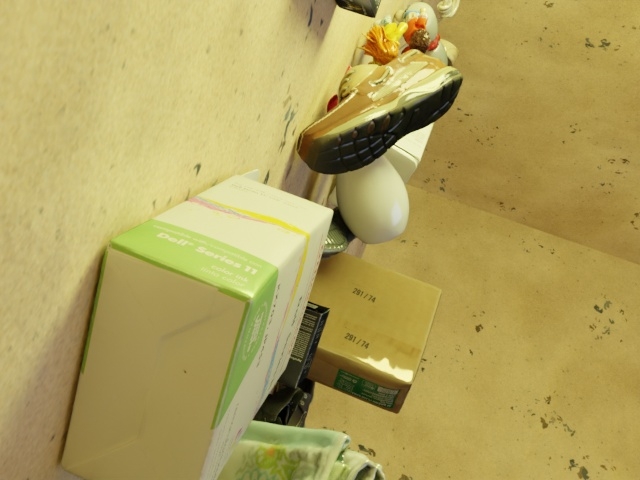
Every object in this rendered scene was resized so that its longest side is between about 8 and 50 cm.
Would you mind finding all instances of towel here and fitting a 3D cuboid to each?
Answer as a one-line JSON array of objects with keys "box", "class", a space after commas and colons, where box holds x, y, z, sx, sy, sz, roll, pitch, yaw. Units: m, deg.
[{"box": [-0.111, 0.366, 0.813, 0.374, 0.090, 0.321, -14, -136, 52], "class": "towel"}]

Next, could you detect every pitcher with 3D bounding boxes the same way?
[{"box": [0.079, -0.111, 1.294, 0.178, 0.125, 0.207, -108, 178, -72], "class": "pitcher"}]

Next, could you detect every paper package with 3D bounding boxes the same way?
[{"box": [0.099, 0.217, 1.766, 0.168, 0.324, 0.310, 100, 12, -52], "class": "paper package"}]

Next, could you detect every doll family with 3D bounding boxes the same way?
[{"box": [0.107, -0.298, 1.283, 0.163, 0.118, 0.263, -93, -163, -57], "class": "doll family"}]

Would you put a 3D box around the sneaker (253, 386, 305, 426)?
[{"box": [-0.106, 0.361, 1.419, 0.170, 0.089, 0.051, -57, 133, -25], "class": "sneaker"}]

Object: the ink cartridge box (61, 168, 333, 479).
[{"box": [-0.086, 0.064, 0.684, 0.353, 0.119, 0.207, -51, 160, -70], "class": "ink cartridge box"}]

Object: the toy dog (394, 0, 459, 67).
[{"box": [0.223, -0.465, 1.708, 0.220, 0.160, 0.334, -58, 155, -28], "class": "toy dog"}]

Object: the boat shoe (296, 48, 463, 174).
[{"box": [0.082, -0.210, 1.117, 0.324, 0.120, 0.123, -31, 158, -34], "class": "boat shoe"}]

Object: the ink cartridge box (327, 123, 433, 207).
[{"box": [0.153, -0.212, 1.615, 0.226, 0.131, 0.306, -58, -178, 41], "class": "ink cartridge box"}]

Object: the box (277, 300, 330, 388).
[{"box": [-0.054, 0.204, 1.468, 0.156, 0.093, 0.158, 19, 90, -83], "class": "box"}]

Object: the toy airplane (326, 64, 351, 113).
[{"box": [0.035, -0.227, 1.210, 0.151, 0.028, 0.151, 20, 90, -85], "class": "toy airplane"}]

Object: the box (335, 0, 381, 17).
[{"box": [0.060, -0.383, 0.842, 0.231, 0.056, 0.183, -30, 139, -80], "class": "box"}]

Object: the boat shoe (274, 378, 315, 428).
[{"box": [-0.074, 0.415, 1.884, 0.305, 0.109, 0.091, -71, 177, -60], "class": "boat shoe"}]

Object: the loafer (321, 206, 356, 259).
[{"box": [0.000, 0.000, 1.286, 0.087, 0.094, 0.251, -40, 170, 20], "class": "loafer"}]
